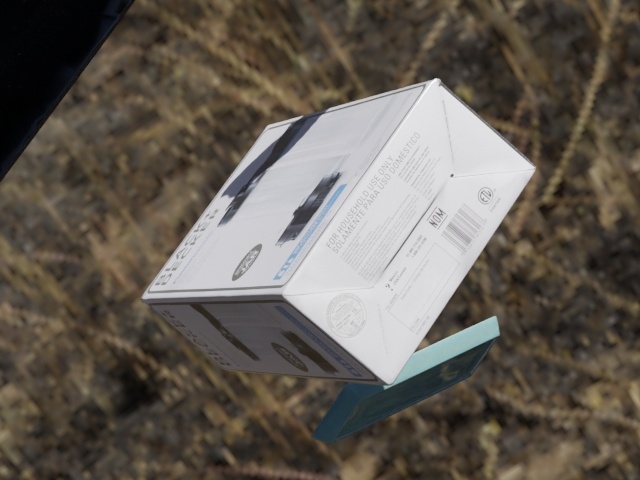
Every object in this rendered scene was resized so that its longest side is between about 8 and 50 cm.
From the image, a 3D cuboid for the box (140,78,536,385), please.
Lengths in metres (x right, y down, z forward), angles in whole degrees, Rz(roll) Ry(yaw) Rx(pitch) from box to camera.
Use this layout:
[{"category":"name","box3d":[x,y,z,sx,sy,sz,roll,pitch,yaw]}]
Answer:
[{"category":"box","box3d":[0.000,0.000,1.158,0.169,0.087,0.290,-55,16,-14]}]

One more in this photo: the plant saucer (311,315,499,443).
[{"category":"plant saucer","box3d":[0.073,0.111,1.407,0.192,0.018,0.067,-21,-29,-46]}]

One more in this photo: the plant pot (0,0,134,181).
[{"category":"plant pot","box3d":[-0.185,-0.108,0.680,0.187,0.167,0.188,-54,-2,-3]}]
